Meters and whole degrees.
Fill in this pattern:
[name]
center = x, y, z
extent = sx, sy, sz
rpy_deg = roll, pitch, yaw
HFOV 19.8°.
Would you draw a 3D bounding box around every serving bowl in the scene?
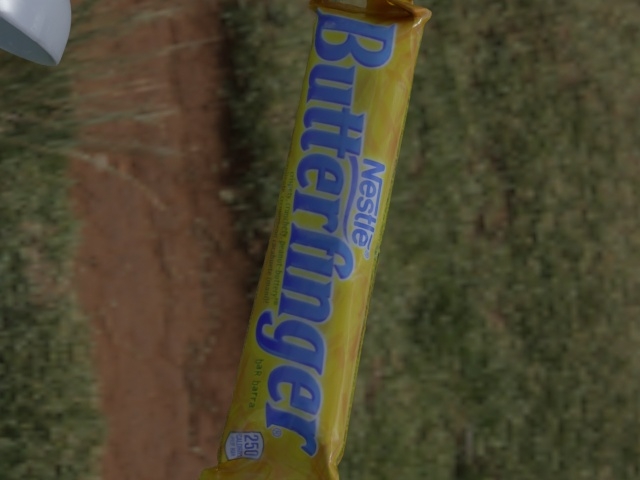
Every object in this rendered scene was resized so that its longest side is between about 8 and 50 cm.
[serving bowl]
center = -0.100, -0.079, 0.487
extent = 0.083, 0.083, 0.027
rpy_deg = 33, 82, -41

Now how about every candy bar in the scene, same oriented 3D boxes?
[candy bar]
center = 0.000, 0.000, 0.518
extent = 0.018, 0.040, 0.161
rpy_deg = 51, 48, -64
